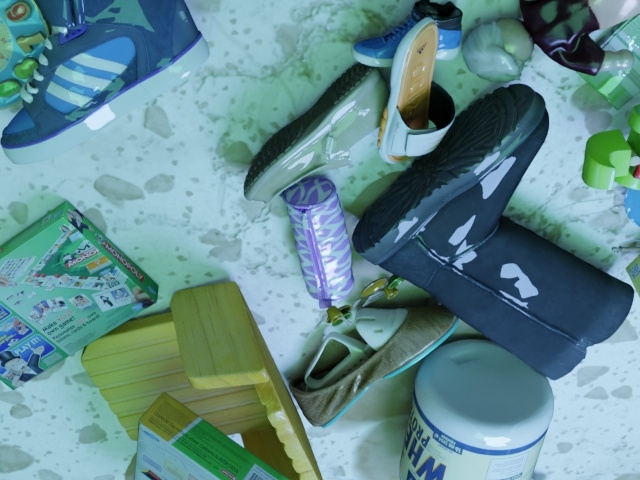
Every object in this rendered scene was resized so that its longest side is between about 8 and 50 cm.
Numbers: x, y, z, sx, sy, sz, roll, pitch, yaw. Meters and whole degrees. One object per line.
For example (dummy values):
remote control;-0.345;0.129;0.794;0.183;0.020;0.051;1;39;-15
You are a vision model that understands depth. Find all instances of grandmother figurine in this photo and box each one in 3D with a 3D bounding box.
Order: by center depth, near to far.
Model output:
grandmother figurine;0.348;-0.311;1.150;0.342;0.104;0.208;-27;97;17

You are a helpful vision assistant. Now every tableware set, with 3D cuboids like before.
tableware set;0.070;0.099;1.394;0.154;0.024;0.104;-21;157;-33

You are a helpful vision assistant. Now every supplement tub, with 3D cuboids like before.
supplement tub;0.265;0.363;1.540;0.235;0.235;0.325;1;126;-6

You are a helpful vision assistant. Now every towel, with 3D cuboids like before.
towel;0.449;-0.264;1.233;0.113;0.023;0.152;34;116;-25

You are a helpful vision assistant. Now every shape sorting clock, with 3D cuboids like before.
shape sorting clock;-0.457;-0.260;1.133;0.206;0.040;0.206;-3;127;-4

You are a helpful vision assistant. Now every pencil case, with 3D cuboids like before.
pencil case;0.000;0.000;1.339;0.086;0.088;0.206;-8;128;10

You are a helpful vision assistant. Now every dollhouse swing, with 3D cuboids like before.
dollhouse swing;-0.201;0.295;1.430;0.304;0.315;0.347;-22;126;-3

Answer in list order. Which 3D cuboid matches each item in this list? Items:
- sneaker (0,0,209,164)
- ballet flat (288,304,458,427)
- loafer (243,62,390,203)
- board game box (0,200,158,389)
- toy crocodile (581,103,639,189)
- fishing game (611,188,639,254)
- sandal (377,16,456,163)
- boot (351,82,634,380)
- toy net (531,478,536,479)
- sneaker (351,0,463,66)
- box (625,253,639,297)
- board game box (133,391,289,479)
sneaker;-0.325;-0.260;1.097;0.322;0.130;0.236;-25;121;13
ballet flat;0.073;0.190;1.489;0.124;0.116;0.342;45;116;-10
loafer;0.000;-0.134;1.234;0.268;0.102;0.092;-39;114;20
board game box;-0.449;0.097;1.390;0.317;0.046;0.213;-31;122;16
toy crocodile;0.532;-0.116;1.251;0.340;0.105;0.115;3;125;-12
fishing game;0.562;-0.091;1.363;0.189;0.041;0.264;-3;126;-9
sandal;0.137;-0.176;1.168;0.102;0.076;0.265;-42;157;-21
boot;0.330;0.007;1.338;0.445;0.146;0.367;33;126;-22
toy net;0.351;0.489;1.761;0.232;0.045;0.122;-5;124;-4
sneaker;0.117;-0.282;1.162;0.152;0.058;0.085;-5;132;-8
box;0.622;0.081;1.444;0.232;0.087;0.058;12;134;-25
board game box;-0.192;0.401;1.430;0.242;0.064;0.317;33;145;8
